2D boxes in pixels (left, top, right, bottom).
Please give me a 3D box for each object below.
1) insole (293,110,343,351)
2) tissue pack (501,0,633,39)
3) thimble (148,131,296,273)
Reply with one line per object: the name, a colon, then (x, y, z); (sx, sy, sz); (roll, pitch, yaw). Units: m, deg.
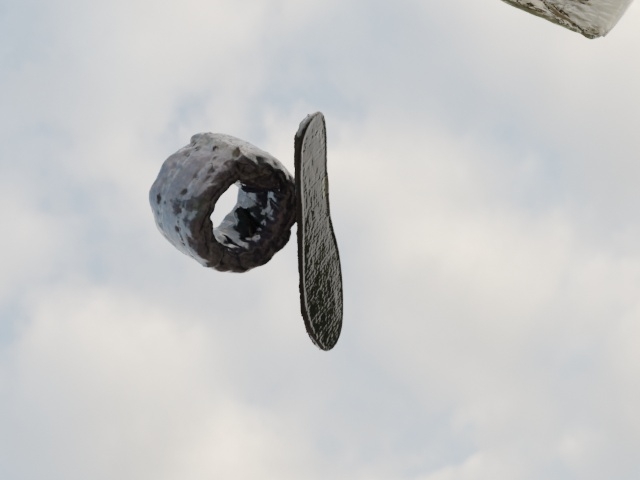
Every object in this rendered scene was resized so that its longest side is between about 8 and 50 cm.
insole: (0.000, 0.000, 1.090); (0.012, 0.110, 0.310); (11, -55, 22)
tissue pack: (0.212, -0.290, 0.722); (0.125, 0.159, 0.234); (24, -90, 6)
thimble: (-0.102, -0.041, 1.078); (0.150, 0.097, 0.150); (-19, -59, -34)
